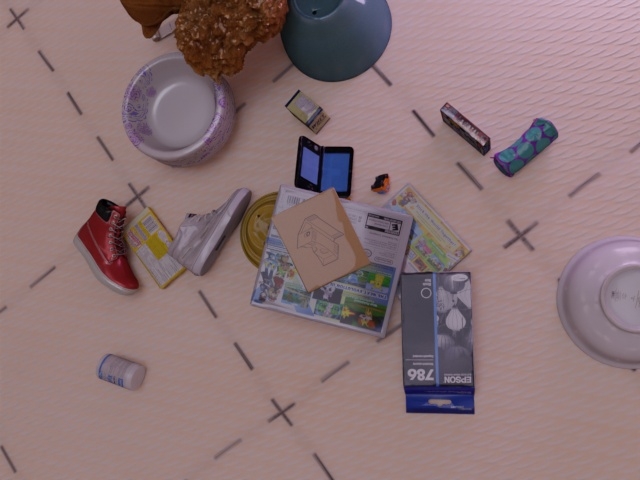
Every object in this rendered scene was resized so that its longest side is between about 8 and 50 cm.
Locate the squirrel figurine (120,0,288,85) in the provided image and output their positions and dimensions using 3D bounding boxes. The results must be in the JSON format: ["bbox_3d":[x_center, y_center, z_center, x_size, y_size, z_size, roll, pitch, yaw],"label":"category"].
[{"bbox_3d":[-0.284,-0.582,1.624,0.371,0.281,0.396,-20,74,-2],"label":"squirrel figurine"}]

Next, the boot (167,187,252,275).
[{"bbox_3d":[-0.289,-0.045,1.755,0.123,0.095,0.258,32,87,11],"label":"boot"}]

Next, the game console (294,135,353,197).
[{"bbox_3d":[0.009,-0.183,1.698,0.085,0.124,0.143,-12,64,38],"label":"game console"}]

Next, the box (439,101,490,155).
[{"bbox_3d":[0.344,-0.263,1.628,0.137,0.094,0.027,44,94,16],"label":"box"}]

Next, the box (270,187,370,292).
[{"bbox_3d":[0.000,0.000,1.609,0.165,0.021,0.201,-26,85,-1],"label":"box"}]

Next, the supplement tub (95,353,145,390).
[{"bbox_3d":[-0.518,0.339,1.778,0.107,0.071,0.071,15,86,17],"label":"supplement tub"}]

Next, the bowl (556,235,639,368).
[{"bbox_3d":[0.666,0.127,1.469,0.298,0.134,0.297,-2,81,14],"label":"bowl"}]

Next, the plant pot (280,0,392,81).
[{"bbox_3d":[0.019,-0.565,1.704,0.290,0.195,0.290,-2,82,14],"label":"plant pot"}]

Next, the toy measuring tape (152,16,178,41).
[{"bbox_3d":[-0.336,-0.645,1.850,0.330,0.121,0.121,-25,77,10],"label":"toy measuring tape"}]

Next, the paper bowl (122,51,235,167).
[{"bbox_3d":[-0.357,-0.331,1.792,0.285,0.148,0.284,-2,81,15],"label":"paper bowl"}]

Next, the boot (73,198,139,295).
[{"bbox_3d":[-0.532,0.011,1.800,0.244,0.088,0.176,47,111,18],"label":"boot"}]

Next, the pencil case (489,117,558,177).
[{"bbox_3d":[0.476,-0.218,1.603,0.152,0.064,0.070,-42,90,5],"label":"pencil case"}]

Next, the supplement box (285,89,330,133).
[{"bbox_3d":[-0.032,-0.324,1.740,0.083,0.083,0.056,42,94,17],"label":"supplement box"}]

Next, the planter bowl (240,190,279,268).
[{"bbox_3d":[-0.114,-0.027,1.716,0.217,0.090,0.217,-2,81,14],"label":"planter bowl"}]

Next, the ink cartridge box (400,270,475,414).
[{"bbox_3d":[0.269,0.236,1.577,0.166,0.065,0.332,-3,86,10],"label":"ink cartridge box"}]

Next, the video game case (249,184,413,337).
[{"bbox_3d":[0.027,0.048,1.633,0.329,0.036,0.299,14,85,2],"label":"video game case"}]

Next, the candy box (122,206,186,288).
[{"bbox_3d":[-0.438,0.019,1.825,0.105,0.027,0.206,-41,74,8],"label":"candy box"}]

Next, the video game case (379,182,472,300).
[{"bbox_3d":[0.212,0.010,1.660,0.206,0.026,0.227,-42,73,6],"label":"video game case"}]

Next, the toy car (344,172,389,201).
[{"bbox_3d":[0.121,-0.121,1.706,0.122,0.060,0.040,-24,121,27],"label":"toy car"}]
